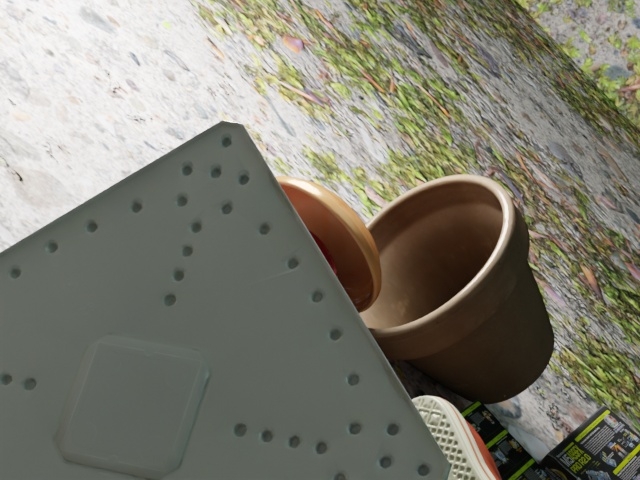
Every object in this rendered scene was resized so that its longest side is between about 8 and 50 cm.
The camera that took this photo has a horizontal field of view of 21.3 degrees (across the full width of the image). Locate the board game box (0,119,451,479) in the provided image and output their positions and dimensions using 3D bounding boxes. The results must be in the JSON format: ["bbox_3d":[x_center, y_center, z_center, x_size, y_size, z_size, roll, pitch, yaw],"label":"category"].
[{"bbox_3d":[-0.146,0.143,1.389,0.390,0.390,0.050,58,-1,30],"label":"board game box"}]

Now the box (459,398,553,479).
[{"bbox_3d":[0.210,0.293,2.067,0.184,0.045,0.191,45,25,11],"label":"box"}]

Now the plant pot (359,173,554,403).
[{"bbox_3d":[0.182,0.083,2.165,0.229,0.263,0.263,48,18,-34],"label":"plant pot"}]

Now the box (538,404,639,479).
[{"bbox_3d":[0.404,0.337,2.245,0.216,0.060,0.270,40,22,13],"label":"box"}]

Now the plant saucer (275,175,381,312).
[{"bbox_3d":[0.000,0.000,2.060,0.200,0.200,0.037,45,60,5],"label":"plant saucer"}]

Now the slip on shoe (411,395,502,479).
[{"bbox_3d":[0.175,0.320,1.870,0.101,0.123,0.331,34,27,-48],"label":"slip on shoe"}]

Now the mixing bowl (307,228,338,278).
[{"bbox_3d":[-0.045,0.043,1.992,0.181,0.098,0.181,34,33,-26],"label":"mixing bowl"}]
